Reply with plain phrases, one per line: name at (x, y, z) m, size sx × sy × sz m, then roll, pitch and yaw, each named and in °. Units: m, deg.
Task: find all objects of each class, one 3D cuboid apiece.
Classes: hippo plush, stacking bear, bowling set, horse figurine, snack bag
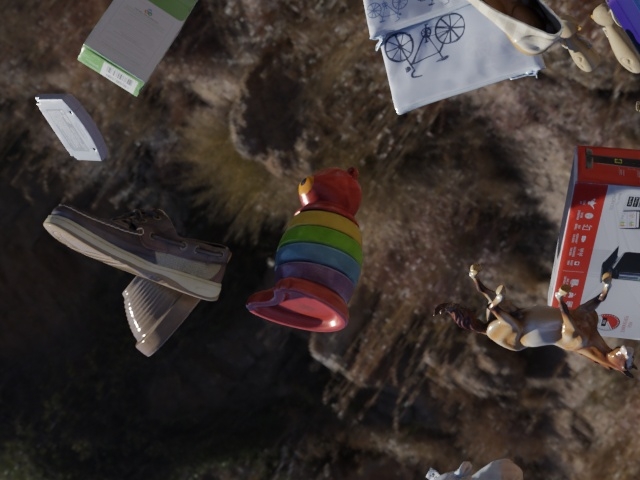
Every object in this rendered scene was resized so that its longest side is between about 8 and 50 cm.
hippo plush at (0.303, 0.499, 1.638) m, size 0.294 × 0.234 × 0.236 m, roll 31°, pitch 163°, yaw 32°
stacking bear at (0.000, 0.000, 1.504) m, size 0.164 × 0.288 × 0.175 m, roll 25°, pitch 152°, yaw -22°
bowling set at (0.548, -0.397, 1.446) m, size 0.154 × 0.199 × 0.287 m, roll 41°, pitch 167°, yaw -34°
horse figurine at (0.295, 0.107, 1.164) m, size 0.263 × 0.066 × 0.174 m, roll 1°, pitch 140°, yaw 21°
snack bag at (0.236, -0.435, 1.615) m, size 0.323 × 0.342 × 0.037 m, roll -13°, pitch 177°, yaw 30°

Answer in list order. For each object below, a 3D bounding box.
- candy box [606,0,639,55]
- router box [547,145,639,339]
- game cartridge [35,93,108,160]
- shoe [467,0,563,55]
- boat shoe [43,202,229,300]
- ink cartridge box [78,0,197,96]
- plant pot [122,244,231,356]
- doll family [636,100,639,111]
candy box at (0.377, -0.281, 0.826) m, size 0.196 × 0.070 × 0.165 m, roll -21°, pitch 129°, yaw 35°
router box at (0.512, 0.018, 1.271) m, size 0.301 × 0.082 × 0.335 m, roll 5°, pitch 137°, yaw 12°
game cartridge at (-0.261, -0.120, 0.902) m, size 0.056 × 0.017 × 0.083 m, roll 10°, pitch 140°, yaw 36°
shoe at (0.196, -0.303, 0.980) m, size 0.219 × 0.076 × 0.058 m, roll 41°, pitch -178°, yaw -6°
boat shoe at (-0.233, 0.001, 1.131) m, size 0.103 × 0.092 × 0.285 m, roll 12°, pitch 168°, yaw 45°
ink cartridge box at (-0.283, -0.347, 1.357) m, size 0.109 × 0.209 × 0.062 m, roll 32°, pitch 156°, yaw -14°
plant pot at (-0.272, 0.081, 1.514) m, size 0.110 × 0.237 × 0.237 m, roll 41°, pitch 177°, yaw -8°
doll family at (0.763, -0.248, 1.825) m, size 0.111 × 0.076 × 0.193 m, roll -6°, pitch 160°, yaw 42°
